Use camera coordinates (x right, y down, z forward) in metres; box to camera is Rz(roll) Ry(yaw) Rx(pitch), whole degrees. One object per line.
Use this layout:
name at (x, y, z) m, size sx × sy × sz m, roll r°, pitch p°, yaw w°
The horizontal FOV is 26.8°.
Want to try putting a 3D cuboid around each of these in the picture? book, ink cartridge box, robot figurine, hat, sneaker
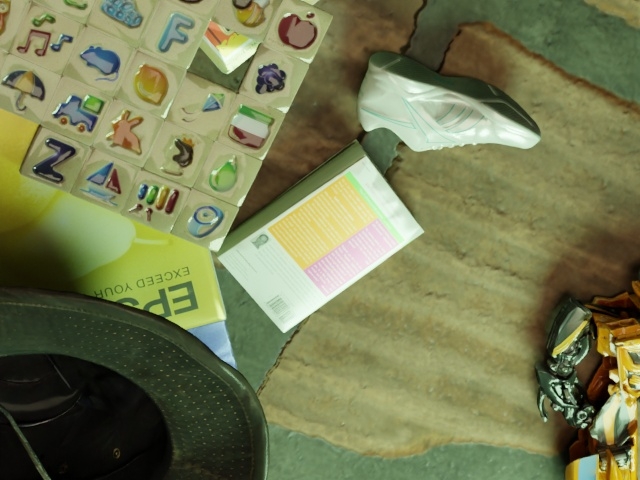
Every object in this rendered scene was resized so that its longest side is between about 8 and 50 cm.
book at (0.000, 0.000, 1.088) m, size 0.144 × 0.035 × 0.096 m, roll -35°, pitch 119°, yaw 6°
ink cartridge box at (-0.235, 0.030, 1.034) m, size 0.304 × 0.072 × 0.307 m, roll -15°, pitch 114°, yaw -6°
robot figurine at (0.300, 0.162, 1.192) m, size 0.211 × 0.085 × 0.291 m, roll -11°, pitch 116°, yaw -8°
hat at (-0.193, 0.118, 0.976) m, size 0.331 × 0.134 × 0.331 m, roll 3°, pitch 126°, yaw 4°
sneaker at (0.099, -0.098, 1.057) m, size 0.152 × 0.053 × 0.061 m, roll 17°, pitch 119°, yaw -12°

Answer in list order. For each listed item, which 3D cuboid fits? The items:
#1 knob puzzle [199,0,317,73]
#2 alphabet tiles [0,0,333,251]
knob puzzle at (-0.062, -0.241, 0.966) m, size 0.213 × 0.030 × 0.213 m, roll -4°, pitch 115°, yaw -9°
alphabet tiles at (-0.138, -0.119, 0.950) m, size 0.237 × 0.009 × 0.198 m, roll 23°, pitch 105°, yaw -17°
